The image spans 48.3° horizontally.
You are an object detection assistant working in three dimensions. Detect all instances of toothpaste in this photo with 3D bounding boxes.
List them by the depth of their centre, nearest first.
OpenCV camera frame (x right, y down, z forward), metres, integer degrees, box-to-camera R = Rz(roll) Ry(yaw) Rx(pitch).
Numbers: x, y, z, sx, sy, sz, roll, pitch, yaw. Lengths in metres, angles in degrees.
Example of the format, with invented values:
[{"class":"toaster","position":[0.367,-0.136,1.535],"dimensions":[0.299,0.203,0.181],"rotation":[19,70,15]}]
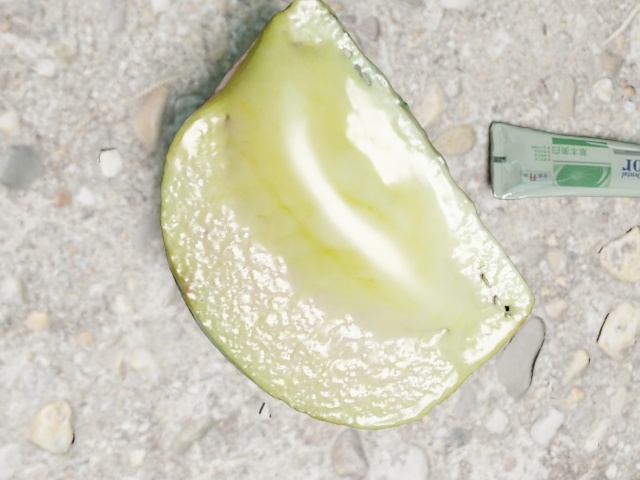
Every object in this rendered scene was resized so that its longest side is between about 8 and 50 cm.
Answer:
[{"class":"toothpaste","position":[0.242,-0.059,0.593],"dimensions":[0.218,0.041,0.064],"rotation":[3,82,-13]}]

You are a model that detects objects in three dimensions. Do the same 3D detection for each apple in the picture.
[{"class":"apple","position":[0.000,0.000,0.490],"dimensions":[0.193,0.120,0.265],"rotation":[-38,101,2]}]
